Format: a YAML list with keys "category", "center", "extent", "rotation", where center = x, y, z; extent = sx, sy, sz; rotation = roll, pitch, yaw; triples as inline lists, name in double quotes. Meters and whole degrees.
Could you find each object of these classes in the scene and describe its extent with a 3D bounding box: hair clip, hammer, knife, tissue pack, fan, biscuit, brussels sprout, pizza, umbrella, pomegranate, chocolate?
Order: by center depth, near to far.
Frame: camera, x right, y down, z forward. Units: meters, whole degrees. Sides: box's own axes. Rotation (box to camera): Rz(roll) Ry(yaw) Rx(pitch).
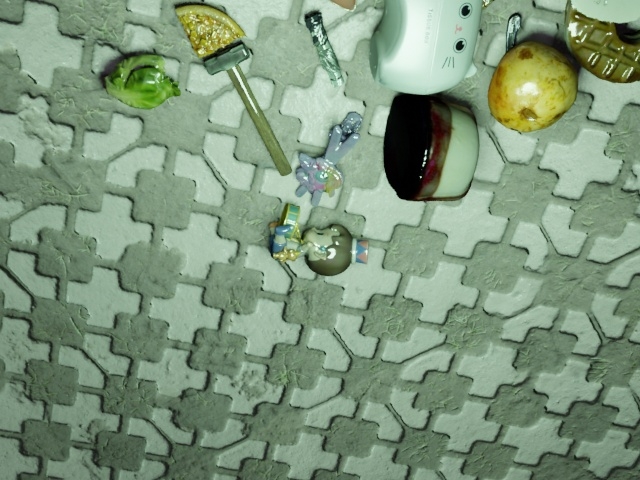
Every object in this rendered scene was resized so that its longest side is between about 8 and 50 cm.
- category: "fan"
  center: [0.736, -0.645, 1.764]
  extent: [0.415, 0.012, 0.233]
  rotation: [-32, 102, 18]
- category: "tissue pack"
  center: [0.244, -0.508, 1.819]
  extent: [0.236, 0.229, 0.333]
  rotation: [2, 119, -6]
- category: "biscuit"
  center: [0.734, -0.529, 1.888]
  extent: [0.332, 0.103, 0.332]
  rotation: [-1, 120, -1]
- category: "pomegranate"
  center: [0.504, -0.372, 1.920]
  extent: [0.215, 0.215, 0.215]
  rotation: [0, 119, -1]
- category: "pizza"
  center: [-0.275, -0.497, 1.926]
  extent: [0.178, 0.041, 0.131]
  rotation: [30, 116, -16]
- category: "umbrella"
  center: [0.009, -0.459, 1.947]
  extent: [0.046, 0.050, 0.188]
  rotation: [-6, 121, 28]
- category: "knife"
  center: [0.466, -0.491, 1.954]
  extent: [0.031, 0.018, 0.121]
  rotation: [1, 121, 1]
- category: "brussels sprout"
  center: [-0.437, -0.378, 1.965]
  extent: [0.181, 0.100, 0.139]
  rotation: [-14, 138, -5]
- category: "chocolate"
  center: [0.285, -0.228, 1.979]
  extent: [0.186, 0.283, 0.283]
  rotation: [-3, 120, -18]
- category: "hammer"
  center: [-0.164, -0.317, 2.029]
  extent: [0.111, 0.043, 0.365]
  rotation: [-22, 118, 10]
- category: "hair clip"
  center: [0.014, -0.205, 2.065]
  extent: [0.137, 0.090, 0.278]
  rotation: [29, 115, -6]

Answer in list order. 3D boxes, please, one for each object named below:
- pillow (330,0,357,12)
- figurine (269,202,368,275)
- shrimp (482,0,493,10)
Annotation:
- category: "pillow"
  center: [0.040, -0.633, 1.836]
  extent: [0.171, 0.075, 0.179]
  rotation: [22, 118, -13]
- category: "figurine"
  center: [-0.003, 0.009, 2.151]
  extent: [0.276, 0.161, 0.158]
  rotation: [18, 97, -15]
- category: "shrimp"
  center: [0.396, -0.601, 1.882]
  extent: [0.161, 0.034, 0.091]
  rotation: [-31, 114, 16]
